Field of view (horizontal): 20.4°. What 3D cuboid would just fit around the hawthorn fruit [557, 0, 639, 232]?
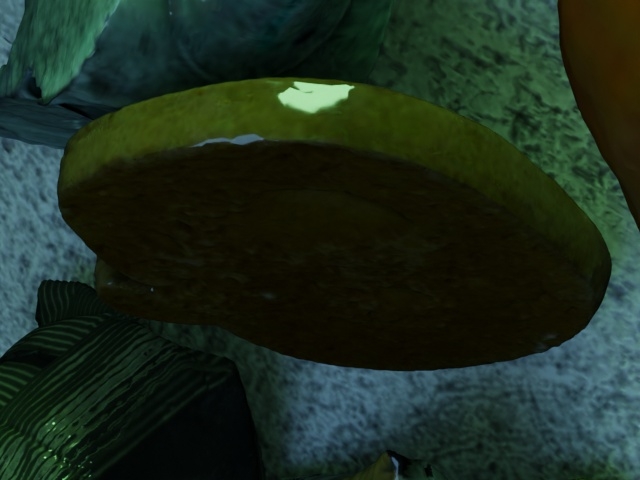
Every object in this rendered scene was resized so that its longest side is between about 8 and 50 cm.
[{"bbox_3d":[0.351,-0.080,0.714,0.472,0.472,0.471,16,125,24],"label":"hawthorn fruit"}]

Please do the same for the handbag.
[{"bbox_3d":[-0.182,0.206,1.347,0.240,0.247,0.340,24,135,34],"label":"handbag"}]

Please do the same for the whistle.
[{"bbox_3d":[-0.102,-0.120,1.110,0.168,0.188,0.405,11,144,-27],"label":"whistle"}]

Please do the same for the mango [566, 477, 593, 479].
[{"bbox_3d":[0.178,0.229,1.259,0.091,0.074,0.165,24,141,23],"label":"mango"}]

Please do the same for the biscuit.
[{"bbox_3d":[0.000,-0.001,1.100,0.314,0.063,0.367,-10,154,32],"label":"biscuit"}]

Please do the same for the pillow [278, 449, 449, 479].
[{"bbox_3d":[0.088,0.284,1.264,0.310,0.119,0.312,58,160,-1],"label":"pillow"}]
